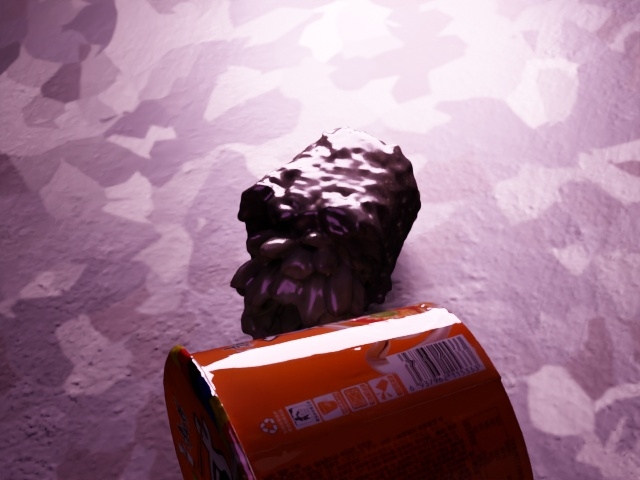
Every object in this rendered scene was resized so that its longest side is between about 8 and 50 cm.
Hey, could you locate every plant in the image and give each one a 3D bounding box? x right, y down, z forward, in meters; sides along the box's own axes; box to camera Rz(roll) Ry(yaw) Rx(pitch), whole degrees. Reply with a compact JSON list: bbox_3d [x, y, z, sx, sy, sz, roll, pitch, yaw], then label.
[{"bbox_3d":[0.000,0.000,1.143,0.129,0.132,0.194,15,50,22],"label":"plant"}]

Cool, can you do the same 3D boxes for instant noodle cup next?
[{"bbox_3d":[0.021,0.163,0.946,0.192,0.250,0.250,-18,50,-17],"label":"instant noodle cup"}]
